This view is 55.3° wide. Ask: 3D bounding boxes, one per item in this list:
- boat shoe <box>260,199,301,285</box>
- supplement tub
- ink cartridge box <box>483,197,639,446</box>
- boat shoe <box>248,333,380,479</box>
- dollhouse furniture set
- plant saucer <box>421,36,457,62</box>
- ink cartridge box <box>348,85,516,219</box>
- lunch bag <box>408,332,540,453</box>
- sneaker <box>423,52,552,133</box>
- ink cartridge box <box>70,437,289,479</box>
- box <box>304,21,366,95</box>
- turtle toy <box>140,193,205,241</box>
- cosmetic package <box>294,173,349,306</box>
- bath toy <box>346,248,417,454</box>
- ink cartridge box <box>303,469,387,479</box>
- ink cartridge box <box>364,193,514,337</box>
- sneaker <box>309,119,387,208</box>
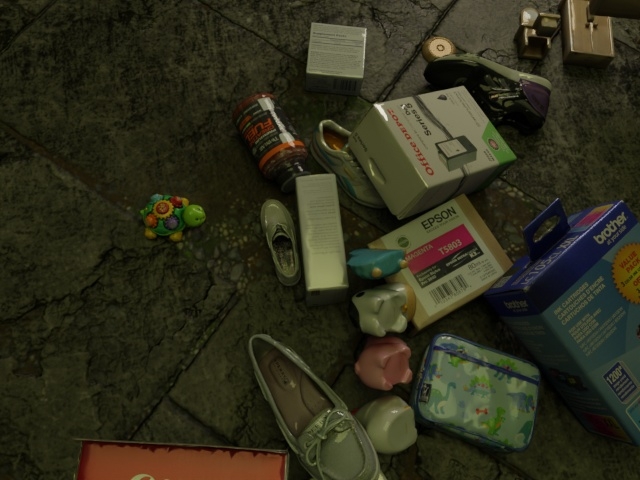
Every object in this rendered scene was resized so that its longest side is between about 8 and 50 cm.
[{"bbox_3d":[-0.079,-0.003,1.198,0.066,0.063,0.184,-7,70,-6],"label":"boat shoe"},{"bbox_3d":[-0.094,-0.197,1.249,0.106,0.106,0.198,-27,73,-13],"label":"supplement tub"},{"bbox_3d":[0.488,0.118,1.094,0.270,0.151,0.395,-38,91,-16],"label":"ink cartridge box"},{"bbox_3d":[-0.023,0.282,1.011,0.118,0.103,0.320,-38,50,-3],"label":"boat shoe"},{"bbox_3d":[0.619,-0.552,1.298,0.303,0.355,0.174,6,68,-1],"label":"dollhouse furniture set"},{"bbox_3d":[0.277,-0.443,1.415,0.083,0.015,0.084,1,69,-3],"label":"plant saucer"},{"bbox_3d":[0.222,-0.180,1.209,0.272,0.115,0.198,-20,71,-35],"label":"ink cartridge box"},{"bbox_3d":[0.278,0.272,1.105,0.218,0.090,0.176,21,67,3],"label":"lunch bag"},{"bbox_3d":[0.359,-0.314,1.328,0.283,0.107,0.124,14,75,2],"label":"sneaker"},{"bbox_3d":[-0.205,0.379,0.934,0.309,0.272,0.130,4,69,-2],"label":"ink cartridge box"},{"bbox_3d":[0.033,-0.401,1.353,0.126,0.072,0.137,6,70,-1],"label":"box"},{"bbox_3d":[-0.290,-0.050,1.201,0.130,0.066,0.095,6,69,-1],"label":"turtle toy"},{"bbox_3d":[0.000,0.000,1.175,0.085,0.117,0.231,-6,71,-4],"label":"cosmetic package"},{"bbox_3d":[0.103,0.190,1.065,0.151,0.129,0.349,-5,94,-38],"label":"bath toy"},{"bbox_3d":[0.063,0.472,1.012,0.154,0.093,0.212,-29,75,-14],"label":"ink cartridge box"},{"bbox_3d":[0.227,0.047,1.187,0.234,0.088,0.193,-28,75,-13],"label":"ink cartridge box"},{"bbox_3d":[0.071,-0.153,1.251,0.228,0.092,0.087,40,70,10],"label":"sneaker"}]
